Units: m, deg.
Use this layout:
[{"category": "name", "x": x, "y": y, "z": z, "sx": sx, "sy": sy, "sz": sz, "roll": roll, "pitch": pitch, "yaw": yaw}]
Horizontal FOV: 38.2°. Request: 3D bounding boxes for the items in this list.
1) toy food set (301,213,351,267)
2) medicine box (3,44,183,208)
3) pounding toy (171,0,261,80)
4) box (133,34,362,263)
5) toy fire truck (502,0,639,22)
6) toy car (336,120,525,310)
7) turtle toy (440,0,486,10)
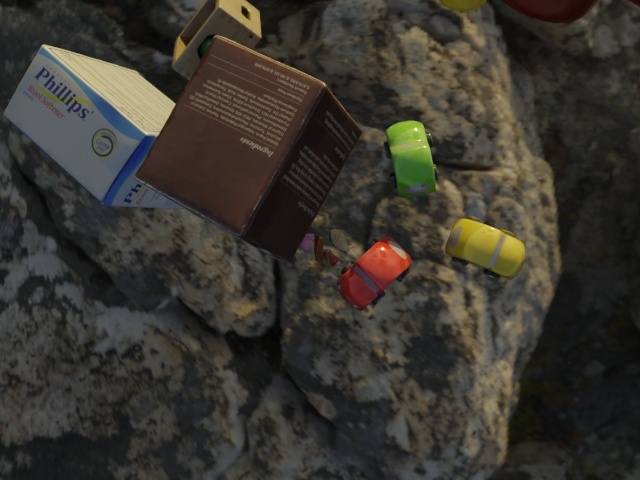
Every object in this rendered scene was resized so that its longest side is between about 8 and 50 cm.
[{"category": "toy food set", "x": 0.000, "y": 0.000, "z": 1.528, "sx": 0.078, "sy": 0.019, "sz": 0.122, "roll": -55, "pitch": 132, "yaw": -23}, {"category": "medicine box", "x": -0.351, "y": -0.191, "z": 1.633, "sx": 0.263, "sy": 0.289, "sz": 0.149, "roll": 40, "pitch": 105, "yaw": 18}, {"category": "pounding toy", "x": -0.138, "y": -0.257, "z": 1.279, "sx": 0.100, "sy": 0.141, "sz": 0.130, "roll": 33, "pitch": 114, "yaw": -23}, {"category": "box", "x": -0.082, "y": -0.108, "z": 1.137, "sx": 0.167, "sy": 0.168, "sz": 0.203, "roll": 28, "pitch": 86, "yaw": 22}, {"category": "toy fire truck", "x": 0.270, "y": -0.233, "z": 0.642, "sx": 0.254, "sy": 0.169, "sz": 0.302, "roll": 34, "pitch": 50, "yaw": 1}, {"category": "toy car", "x": 0.122, "y": -0.042, "z": 1.144, "sx": 0.239, "sy": 0.053, "sz": 0.225, "roll": -11, "pitch": 85, "yaw": 3}, {"category": "turtle toy", "x": 0.062, "y": -0.158, "z": 0.413, "sx": 0.130, "sy": 0.066, "sz": 0.095, "roll": -23, "pitch": 138, "yaw": -26}]
